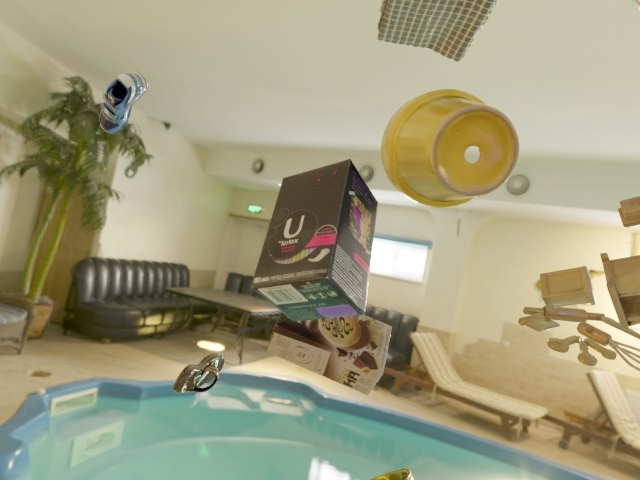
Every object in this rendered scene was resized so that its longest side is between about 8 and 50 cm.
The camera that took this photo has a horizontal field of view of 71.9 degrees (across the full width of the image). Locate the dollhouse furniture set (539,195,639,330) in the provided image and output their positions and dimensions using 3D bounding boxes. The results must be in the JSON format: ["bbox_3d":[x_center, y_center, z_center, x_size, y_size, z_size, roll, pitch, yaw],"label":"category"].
[{"bbox_3d":[0.399,0.029,0.584,0.182,0.160,0.101,-16,-52,34],"label":"dollhouse furniture set"}]

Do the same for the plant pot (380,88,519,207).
[{"bbox_3d":[0.268,-0.181,0.897,0.254,0.253,0.239,12,13,-5],"label":"plant pot"}]

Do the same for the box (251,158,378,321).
[{"bbox_3d":[0.000,0.000,0.852,0.165,0.270,0.143,-11,-40,29],"label":"box"}]

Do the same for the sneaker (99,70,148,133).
[{"bbox_3d":[-0.390,-0.262,0.841,0.053,0.144,0.059,42,28,-5],"label":"sneaker"}]

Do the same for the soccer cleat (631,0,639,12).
[{"bbox_3d":[0.353,-0.356,0.478,0.318,0.108,0.116,33,29,-22],"label":"soccer cleat"}]

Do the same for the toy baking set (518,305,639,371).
[{"bbox_3d":[0.517,0.185,0.840,0.256,0.030,0.196,3,23,-1],"label":"toy baking set"}]

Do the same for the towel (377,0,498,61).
[{"bbox_3d":[0.260,-0.534,0.977,0.235,0.121,0.283,7,-15,-2],"label":"towel"}]

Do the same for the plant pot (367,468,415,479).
[{"bbox_3d":[0.070,0.495,0.542,0.275,0.293,0.274,-26,-21,-10],"label":"plant pot"}]

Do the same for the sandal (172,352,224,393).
[{"bbox_3d":[-0.291,0.341,1.107,0.060,0.090,0.219,24,-4,12],"label":"sandal"}]

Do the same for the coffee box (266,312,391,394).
[{"bbox_3d":[0.026,0.268,1.200,0.297,0.118,0.168,22,37,2],"label":"coffee box"}]
